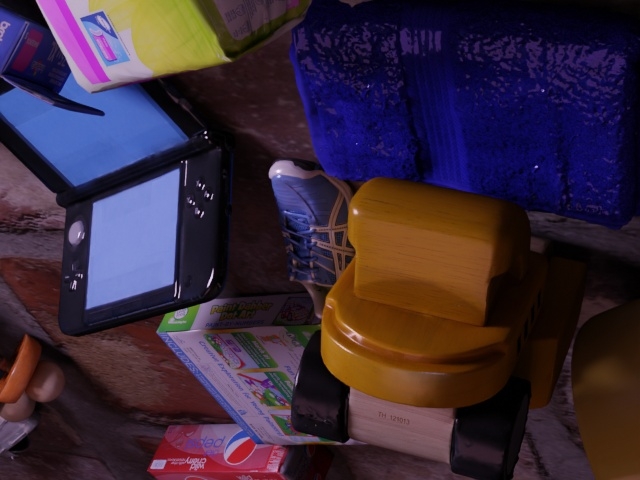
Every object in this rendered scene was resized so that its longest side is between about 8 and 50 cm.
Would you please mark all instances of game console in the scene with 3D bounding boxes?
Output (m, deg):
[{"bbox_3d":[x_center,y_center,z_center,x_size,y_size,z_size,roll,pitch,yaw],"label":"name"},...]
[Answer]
[{"bbox_3d":[-0.242,-0.051,1.406,0.173,0.250,0.293,15,158,-39],"label":"game console"}]

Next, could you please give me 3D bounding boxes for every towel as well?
[{"bbox_3d":[0.128,-0.110,1.157,0.308,0.076,0.227,9,145,23],"label":"towel"}]

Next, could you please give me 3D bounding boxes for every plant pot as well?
[{"bbox_3d":[0.392,0.149,1.217,0.239,0.254,0.254,-24,125,31],"label":"plant pot"}]

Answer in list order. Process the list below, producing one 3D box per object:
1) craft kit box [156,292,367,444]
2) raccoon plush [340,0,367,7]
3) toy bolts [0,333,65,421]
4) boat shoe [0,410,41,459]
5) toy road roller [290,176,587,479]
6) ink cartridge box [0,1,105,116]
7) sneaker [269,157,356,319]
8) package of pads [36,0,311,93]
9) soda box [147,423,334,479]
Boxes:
[{"bbox_3d":[-0.035,0.163,1.661,0.247,0.061,0.250,-3,138,35],"label":"craft kit box"},{"bbox_3d":[0.211,-0.250,0.851,0.299,0.216,0.446,22,166,-14],"label":"raccoon plush"},{"bbox_3d":[-0.482,0.235,1.952,0.158,0.218,0.228,29,166,-17],"label":"toy bolts"},{"bbox_3d":[-0.505,0.316,2.168,0.081,0.079,0.227,35,143,-8],"label":"boat shoe"},{"bbox_3d":[0.116,0.037,1.198,0.203,0.329,0.240,13,123,17],"label":"toy road roller"},{"bbox_3d":[-0.342,-0.210,1.235,0.311,0.065,0.186,30,-177,4],"label":"ink cartridge box"},{"bbox_3d":[0.000,0.000,1.391,0.080,0.081,0.211,4,140,32],"label":"sneaker"},{"bbox_3d":[-0.150,-0.262,0.985,0.229,0.101,0.296,-2,119,52],"label":"package of pads"},{"bbox_3d":[-0.115,0.316,1.911,0.263,0.083,0.092,-8,135,41],"label":"soda box"}]
